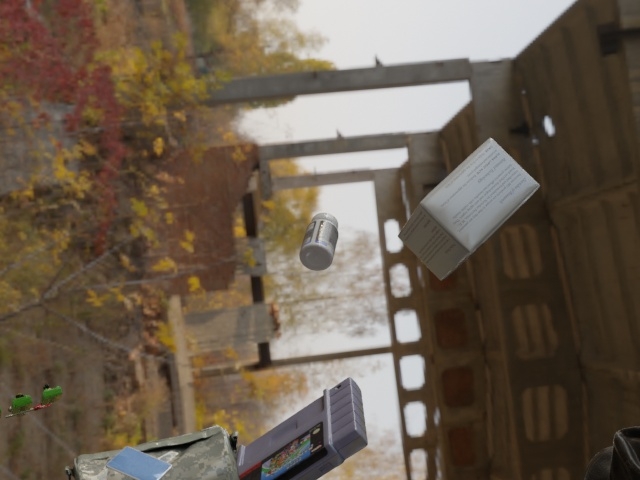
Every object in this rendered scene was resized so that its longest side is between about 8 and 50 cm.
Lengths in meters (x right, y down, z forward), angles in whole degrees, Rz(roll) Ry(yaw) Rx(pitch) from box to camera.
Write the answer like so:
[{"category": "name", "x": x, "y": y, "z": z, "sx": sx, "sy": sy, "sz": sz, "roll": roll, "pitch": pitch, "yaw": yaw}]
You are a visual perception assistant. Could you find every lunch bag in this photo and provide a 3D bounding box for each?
[{"category": "lunch bag", "x": -0.280, "y": 0.478, "z": 1.456, "sx": 0.212, "sy": 0.305, "sz": 0.256, "roll": -170, "pitch": -107, "yaw": -74}]

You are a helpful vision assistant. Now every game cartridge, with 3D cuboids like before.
[{"category": "game cartridge", "x": -0.066, "y": 0.434, "z": 1.679, "sx": 0.068, "sy": 0.355, "sz": 0.230, "roll": 53, "pitch": 9, "yaw": -11}]

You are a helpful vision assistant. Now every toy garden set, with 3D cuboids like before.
[{"category": "toy garden set", "x": -0.741, "y": 0.388, "z": 1.931, "sx": 0.204, "sy": 0.244, "sz": 0.049, "roll": -43, "pitch": -116, "yaw": 61}]

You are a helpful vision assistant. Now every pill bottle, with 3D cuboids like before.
[{"category": "pill bottle", "x": 0.000, "y": 0.000, "z": 1.899, "sx": 0.137, "sy": 0.078, "sz": 0.078, "roll": -74, "pitch": 167, "yaw": -52}]

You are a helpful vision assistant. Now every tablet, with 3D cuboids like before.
[{"category": "tablet", "x": -0.266, "y": 0.331, "z": 1.210, "sx": 0.054, "sy": 0.083, "sz": 0.006, "roll": -39, "pitch": 140, "yaw": -59}]

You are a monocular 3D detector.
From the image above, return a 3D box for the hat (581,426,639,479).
[{"category": "hat", "x": 0.632, "y": 0.437, "z": 1.567, "sx": 0.331, "sy": 0.331, "sz": 0.134, "roll": -115, "pitch": 180, "yaw": -70}]

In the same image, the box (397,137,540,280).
[{"category": "box", "x": 0.248, "y": -0.049, "z": 1.412, "sx": 0.119, "sy": 0.182, "sz": 0.181, "roll": 46, "pitch": -17, "yaw": 7}]
